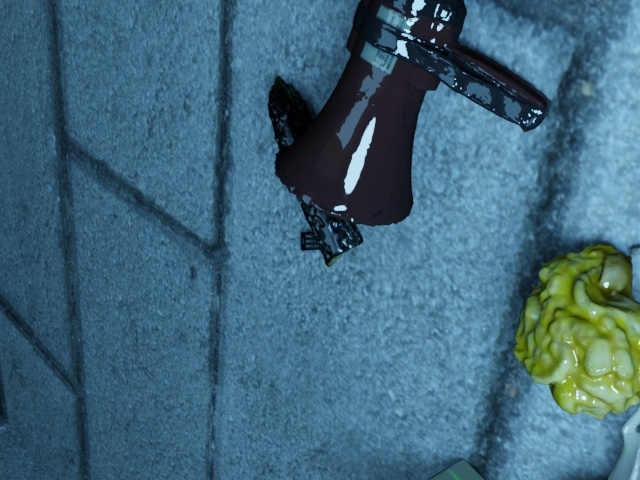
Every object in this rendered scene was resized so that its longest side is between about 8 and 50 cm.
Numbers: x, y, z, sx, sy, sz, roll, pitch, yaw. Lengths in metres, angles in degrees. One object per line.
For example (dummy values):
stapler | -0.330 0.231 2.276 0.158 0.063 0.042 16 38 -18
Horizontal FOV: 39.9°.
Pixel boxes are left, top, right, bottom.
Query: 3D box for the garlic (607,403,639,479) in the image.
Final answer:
garlic | 0.389 0.337 0.868 0.340 0.231 0.246 43 139 24

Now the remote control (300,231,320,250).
remote control | 0.000 0.000 1.395 0.091 0.016 0.034 -1 89 52

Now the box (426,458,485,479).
box | 0.221 0.451 1.163 0.310 0.198 0.084 42 133 35

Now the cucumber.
cucumber | -0.019 -0.109 1.322 0.072 0.072 0.300 -30 82 54

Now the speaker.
speaker | 0.100 -0.167 1.059 0.259 0.198 0.330 58 136 37

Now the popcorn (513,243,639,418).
popcorn | 0.280 0.103 0.954 0.163 0.140 0.194 113 160 -52
